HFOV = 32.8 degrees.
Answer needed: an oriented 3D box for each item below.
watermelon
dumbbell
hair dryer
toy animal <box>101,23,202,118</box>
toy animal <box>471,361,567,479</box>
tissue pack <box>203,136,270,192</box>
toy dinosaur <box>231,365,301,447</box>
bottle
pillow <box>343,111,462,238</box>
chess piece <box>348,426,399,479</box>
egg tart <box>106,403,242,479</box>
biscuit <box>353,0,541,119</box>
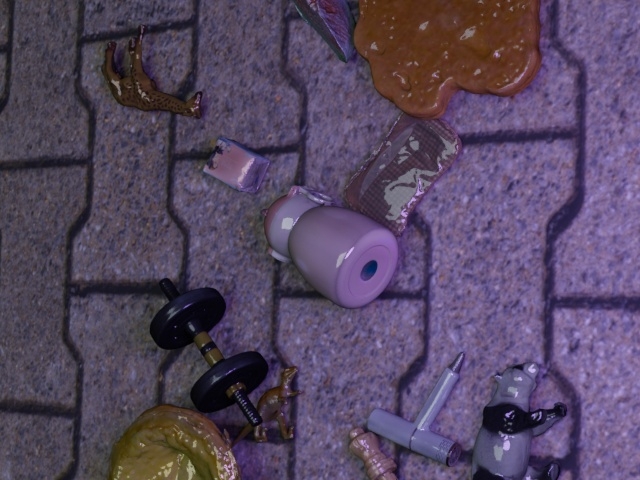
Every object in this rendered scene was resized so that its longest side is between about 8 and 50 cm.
[{"bbox_3d":[0.008,-0.382,1.849,0.081,0.094,0.180,-44,80,17],"label":"watermelon"},{"bbox_3d":[-0.193,0.189,1.878,0.143,0.143,0.325,-47,63,19],"label":"dumbbell"},{"bbox_3d":[0.170,0.244,1.718,0.155,0.044,0.183,19,90,30],"label":"hair dryer"},{"bbox_3d":[-0.326,-0.296,2.060,0.149,0.054,0.275,-47,61,16],"label":"toy animal"},{"bbox_3d":[0.289,0.291,1.610,0.121,0.094,0.225,9,91,41],"label":"toy animal"},{"bbox_3d":[-0.148,-0.132,1.932,0.094,0.059,0.074,29,98,30],"label":"tissue pack"},{"bbox_3d":[-0.099,0.289,1.879,0.162,0.039,0.126,-14,68,35],"label":"toy dinosaur"},{"bbox_3d":[0.000,0.000,1.785,0.236,0.148,0.147,32,102,37],"label":"bottle"},{"bbox_3d":[0.133,-0.116,1.774,0.135,0.034,0.211,43,105,29],"label":"pillow"},{"bbox_3d":[0.100,0.370,1.736,0.060,0.060,0.172,-46,62,20],"label":"chess piece"},{"bbox_3d":[-0.240,0.438,1.901,0.315,0.120,0.314,-3,84,33],"label":"egg tart"},{"bbox_3d":[0.201,-0.353,1.735,0.312,0.057,0.351,-33,66,23],"label":"biscuit"}]
